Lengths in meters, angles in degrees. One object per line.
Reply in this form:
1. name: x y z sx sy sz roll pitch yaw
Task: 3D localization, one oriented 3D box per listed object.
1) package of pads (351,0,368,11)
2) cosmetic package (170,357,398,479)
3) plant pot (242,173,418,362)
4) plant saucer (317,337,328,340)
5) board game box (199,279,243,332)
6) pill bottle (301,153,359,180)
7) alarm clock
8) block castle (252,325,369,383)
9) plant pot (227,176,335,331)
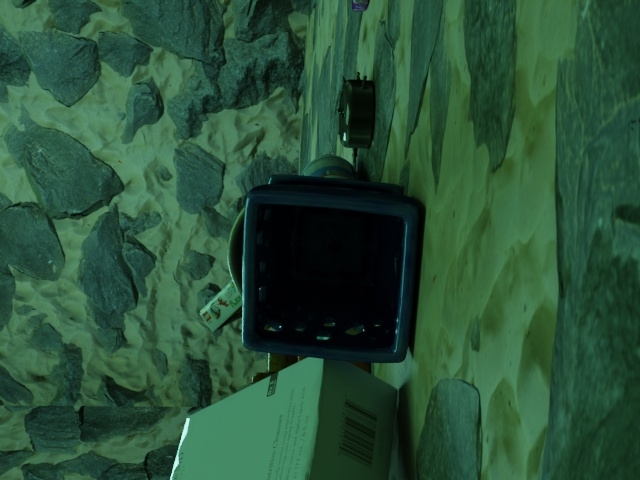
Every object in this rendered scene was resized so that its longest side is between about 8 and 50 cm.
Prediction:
1. package of pads: 0.078 -0.501 1.773 0.050 0.032 0.083 111 160 -82
2. cosmetic package: -0.071 0.341 1.368 0.385 0.156 0.217 -32 36 40
3. plant pot: 0.014 0.026 1.300 0.212 0.236 0.235 -82 -4 -74
4. plant saucer: 0.015 0.298 2.183 0.317 0.044 0.317 -179 90 -84
5. board game box: -0.076 0.064 1.749 0.053 0.305 0.193 54 129 9
6. pill bottle: 0.020 -0.099 1.778 0.221 0.124 0.124 -95 8 -70
7. alarm clock: 0.065 -0.221 1.701 0.129 0.064 0.192 -110 19 -76
8. block castle: -0.029 0.324 1.727 0.303 0.213 0.453 110 161 -74
9. plant pot: 0.000 0.000 1.544 0.229 0.263 0.263 -49 -36 -68
